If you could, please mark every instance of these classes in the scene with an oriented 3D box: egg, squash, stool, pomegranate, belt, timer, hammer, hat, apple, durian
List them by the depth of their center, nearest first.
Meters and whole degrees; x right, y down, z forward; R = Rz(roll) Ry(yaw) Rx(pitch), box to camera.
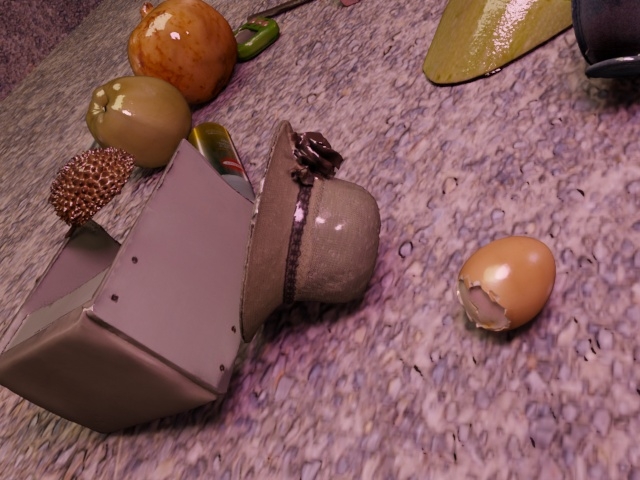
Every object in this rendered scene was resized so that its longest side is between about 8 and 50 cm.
[{"bbox_3d":[0.176,0.037,0.512,0.096,0.080,0.080,-35,36,-25],"label":"egg"},{"bbox_3d":[0.364,-0.297,0.615,0.116,0.206,0.267,12,65,46],"label":"belt"},{"bbox_3d":[0.000,0.000,0.618,0.130,0.257,0.257,10,49,0],"label":"hat"},{"bbox_3d":[-0.220,0.063,0.663,0.244,0.170,0.269,-25,36,34],"label":"stool"},{"bbox_3d":[-0.305,-0.070,0.702,0.140,0.071,0.110,-53,28,-2],"label":"durian"},{"bbox_3d":[0.267,-0.337,0.875,0.204,0.155,0.237,-3,33,-19],"label":"squash"},{"bbox_3d":[-0.356,-0.235,1.091,0.200,0.200,0.200,-20,41,18],"label":"apple"},{"bbox_3d":[-0.303,-0.418,1.200,0.248,0.248,0.248,-20,41,18],"label":"pomegranate"},{"bbox_3d":[-0.167,-0.486,1.317,0.128,0.047,0.140,-40,39,-9],"label":"timer"},{"bbox_3d":[-0.061,-0.600,1.373,0.297,0.027,0.125,-11,45,28],"label":"hammer"}]

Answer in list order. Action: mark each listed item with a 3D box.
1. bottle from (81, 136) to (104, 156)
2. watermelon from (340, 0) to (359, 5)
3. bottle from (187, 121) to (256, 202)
[{"bbox_3d":[-0.474,-0.228,1.256,0.096,0.079,0.253,9,45,-7],"label":"bottle"},{"bbox_3d":[0.060,-0.569,1.230,0.072,0.085,0.092,-56,0,7],"label":"watermelon"},{"bbox_3d":[-0.162,-0.103,0.895,0.082,0.082,0.286,-33,39,4],"label":"bottle"}]
